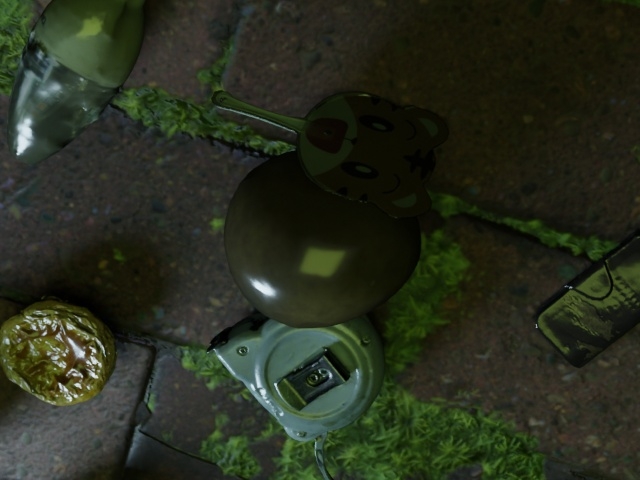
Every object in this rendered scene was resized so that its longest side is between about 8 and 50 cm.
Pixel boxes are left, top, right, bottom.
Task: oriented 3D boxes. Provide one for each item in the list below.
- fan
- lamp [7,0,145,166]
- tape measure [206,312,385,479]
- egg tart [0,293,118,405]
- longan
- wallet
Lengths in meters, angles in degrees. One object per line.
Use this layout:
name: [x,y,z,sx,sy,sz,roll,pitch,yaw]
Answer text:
fan: [0.005,-0.098,1.157,0.226,0.152,0.008,17,139,4]
lamp: [-0.230,-0.171,1.167,0.101,0.101,0.250,35,115,-9]
tape measure: [0.042,0.190,1.297,0.164,0.084,0.330,-38,103,23]
egg tart: [-0.276,0.112,1.314,0.130,0.052,0.130,3,114,6]
longan: [0.000,0.000,1.181,0.189,0.189,0.189,2,113,5]
wallet: [0.294,0.059,1.252,0.156,0.018,0.082,-40,103,20]
